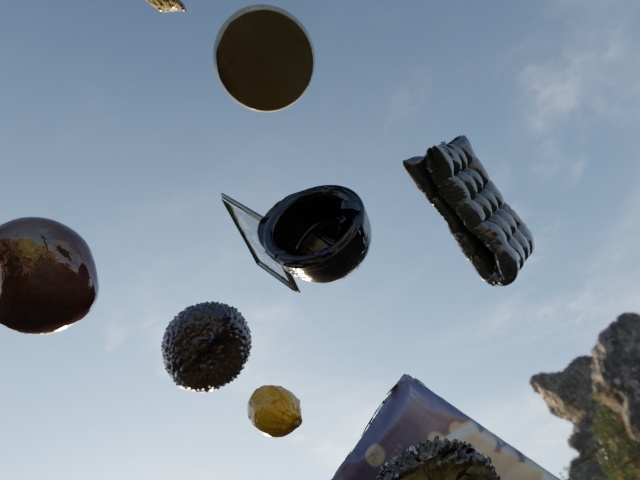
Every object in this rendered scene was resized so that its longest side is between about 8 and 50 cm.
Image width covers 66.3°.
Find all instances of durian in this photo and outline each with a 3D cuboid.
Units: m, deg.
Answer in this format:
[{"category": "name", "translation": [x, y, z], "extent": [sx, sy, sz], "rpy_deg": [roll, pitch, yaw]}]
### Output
[{"category": "durian", "translation": [0.140, 0.294, 0.476], "extent": [0.167, 0.196, 0.196], "rpy_deg": [-33, -46, 24]}]

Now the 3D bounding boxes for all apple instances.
[{"category": "apple", "translation": [-0.721, 0.093, 1.248], "extent": [0.306, 0.306, 0.235], "rpy_deg": [-46, -19, 25]}]

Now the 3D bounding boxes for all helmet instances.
[{"category": "helmet", "translation": [0.000, 0.000, 1.115], "extent": [0.231, 0.278, 0.160], "rpy_deg": [-53, -49, -20]}]

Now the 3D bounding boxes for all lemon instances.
[{"category": "lemon", "translation": [-0.106, 0.401, 1.152], "extent": [0.114, 0.155, 0.114], "rpy_deg": [-18, -66, -49]}]

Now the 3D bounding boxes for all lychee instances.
[{"category": "lychee", "translation": [-0.368, 0.338, 1.573], "extent": [0.299, 0.300, 0.300], "rpy_deg": [-10, -45, -10]}]

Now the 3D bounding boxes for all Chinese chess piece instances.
[{"category": "Chinese chess piece", "translation": [-0.137, -0.444, 1.206], "extent": [0.250, 0.097, 0.251], "rpy_deg": [-4, -64, -8]}]

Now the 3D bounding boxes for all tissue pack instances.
[{"category": "tissue pack", "translation": [0.190, 0.370, 0.630], "extent": [0.242, 0.343, 0.125], "rpy_deg": [-52, -34, -12]}]

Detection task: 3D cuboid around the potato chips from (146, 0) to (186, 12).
[{"category": "potato chips", "translation": [-0.398, -0.583, 1.037], "extent": [0.080, 0.407, 0.057], "rpy_deg": [-37, -29, 2]}]

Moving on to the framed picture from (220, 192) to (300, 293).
[{"category": "framed picture", "translation": [-0.176, 0.012, 1.406], "extent": [0.019, 0.232, 0.296], "rpy_deg": [-39, -49, -21]}]

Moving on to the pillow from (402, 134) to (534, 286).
[{"category": "pillow", "translation": [0.328, -0.072, 1.049], "extent": [0.101, 0.326, 0.228], "rpy_deg": [-34, -3, 39]}]
